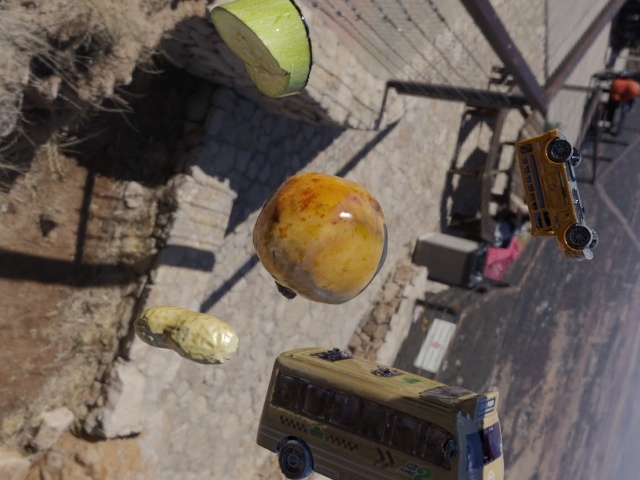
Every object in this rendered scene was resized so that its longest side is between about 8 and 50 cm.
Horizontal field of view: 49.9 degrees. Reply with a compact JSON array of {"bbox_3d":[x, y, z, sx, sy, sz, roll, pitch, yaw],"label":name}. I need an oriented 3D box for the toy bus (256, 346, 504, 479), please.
[{"bbox_3d":[0.074,0.227,0.832,0.139,0.290,0.157,5,95,-54],"label":"toy bus"}]

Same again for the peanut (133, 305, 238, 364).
[{"bbox_3d":[-0.208,0.142,1.045,0.080,0.175,0.080,11,90,-69],"label":"peanut"}]

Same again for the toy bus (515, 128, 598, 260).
[{"bbox_3d":[0.353,-0.061,1.032,0.083,0.088,0.194,7,72,-60],"label":"toy bus"}]

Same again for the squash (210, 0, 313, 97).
[{"bbox_3d":[-0.113,-0.380,1.378,0.133,0.220,0.220,-30,131,-25],"label":"squash"}]

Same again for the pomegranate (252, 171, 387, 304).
[{"bbox_3d":[0.000,0.000,1.186,0.248,0.248,0.248,-34,132,-50],"label":"pomegranate"}]
